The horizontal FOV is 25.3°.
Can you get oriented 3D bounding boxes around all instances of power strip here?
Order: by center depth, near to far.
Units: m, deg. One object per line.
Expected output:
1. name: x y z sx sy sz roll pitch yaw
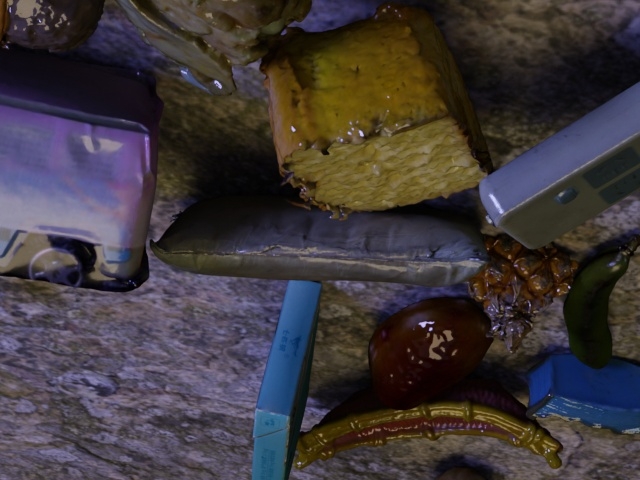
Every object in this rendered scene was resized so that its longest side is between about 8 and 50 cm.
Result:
1. power strip: 0.244 -0.078 1.122 0.270 0.046 0.118 -32 159 15

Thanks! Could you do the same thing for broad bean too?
1. broad bean: 0.279 0.066 1.430 0.069 0.039 0.226 1 145 -3
2. broad bean: 0.113 0.114 1.491 0.114 0.084 0.165 15 141 -39

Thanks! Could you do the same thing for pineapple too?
1. pineapple: 0.185 0.056 1.386 0.114 0.114 0.077 14 163 -3

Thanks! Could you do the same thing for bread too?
1. bread: 0.040 -0.108 1.117 0.160 0.147 0.260 -14 166 16

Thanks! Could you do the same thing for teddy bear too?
1. teddy bear: -0.255 -0.198 1.060 0.190 0.140 0.177 2 143 -8

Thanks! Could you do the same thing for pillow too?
1. pillow: 0.000 0.000 1.292 0.303 0.074 0.185 3 -171 5

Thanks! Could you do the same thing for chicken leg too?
1. chicken leg: -0.148 -0.259 0.913 0.201 0.152 0.429 -16 144 37

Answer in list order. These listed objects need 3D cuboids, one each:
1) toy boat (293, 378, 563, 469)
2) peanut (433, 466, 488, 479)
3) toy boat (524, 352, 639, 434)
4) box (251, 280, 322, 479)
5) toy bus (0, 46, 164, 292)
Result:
1. toy boat: 0.114 0.208 1.603 0.318 0.099 0.141 -5 159 24
2. peanut: 0.183 0.371 1.825 0.103 0.098 0.229 -35 144 -17
3. toy boat: 0.312 0.176 1.548 0.186 0.075 0.077 8 143 -10
4. box: -0.038 0.166 1.515 0.041 0.162 0.229 11 146 3
5. toy bus: -0.320 -0.082 1.160 0.386 0.171 0.162 9 111 -15
